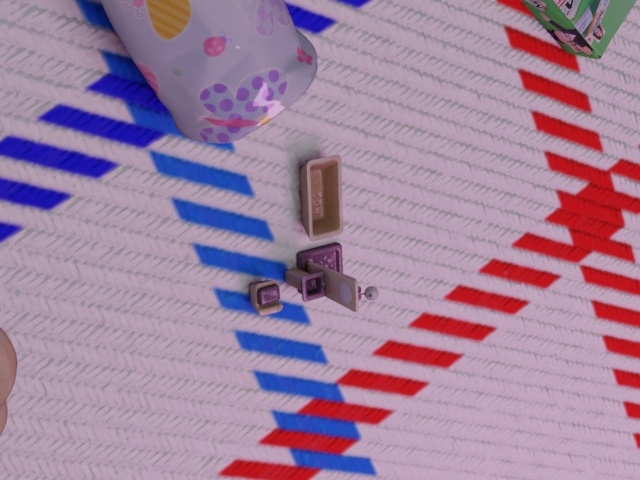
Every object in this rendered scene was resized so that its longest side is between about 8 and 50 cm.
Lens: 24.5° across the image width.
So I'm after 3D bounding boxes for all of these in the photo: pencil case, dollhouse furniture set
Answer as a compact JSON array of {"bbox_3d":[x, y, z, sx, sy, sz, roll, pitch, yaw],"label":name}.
[{"bbox_3d":[-0.105,-0.194,0.968,0.113,0.124,0.273,-20,123,17],"label":"pencil case"},{"bbox_3d":[0.000,0.000,1.120,0.091,0.081,0.114,-14,112,-32],"label":"dollhouse furniture set"}]

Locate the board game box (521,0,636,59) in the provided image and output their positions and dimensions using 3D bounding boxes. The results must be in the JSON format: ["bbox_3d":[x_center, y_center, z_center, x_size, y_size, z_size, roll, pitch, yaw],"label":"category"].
[{"bbox_3d":[0.246,-0.341,1.219,0.213,0.046,0.317,41,79,-38],"label":"board game box"}]

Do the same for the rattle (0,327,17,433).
[{"bbox_3d":[-0.256,0.072,0.991,0.130,0.143,0.200,-22,140,-2],"label":"rattle"}]
